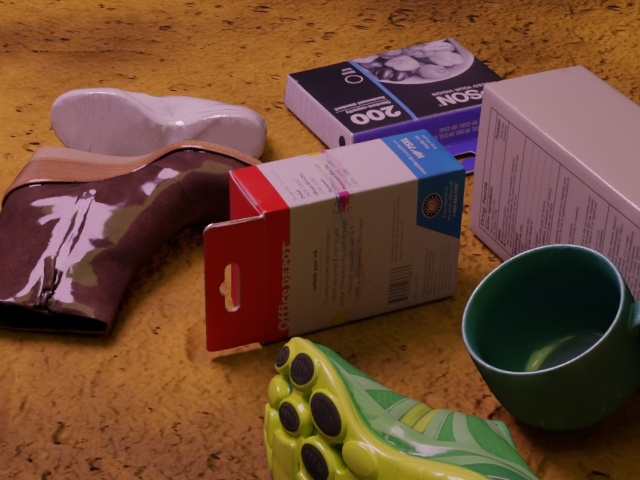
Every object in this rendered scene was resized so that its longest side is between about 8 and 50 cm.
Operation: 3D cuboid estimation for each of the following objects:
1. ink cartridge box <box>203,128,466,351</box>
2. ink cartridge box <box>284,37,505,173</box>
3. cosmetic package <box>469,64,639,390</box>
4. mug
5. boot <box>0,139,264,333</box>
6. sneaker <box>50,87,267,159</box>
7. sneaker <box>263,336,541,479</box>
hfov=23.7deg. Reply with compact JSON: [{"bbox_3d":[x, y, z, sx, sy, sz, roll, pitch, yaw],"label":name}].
[{"bbox_3d":[0.000,0.000,1.280,0.231,0.134,0.078,-13,36,-20],"label":"ink cartridge box"},{"bbox_3d":[0.098,-0.132,1.565,0.206,0.045,0.208,-15,38,-23],"label":"ink cartridge box"},{"bbox_3d":[0.254,-0.007,1.277,0.113,0.160,0.309,-13,37,-22],"label":"cosmetic package"},{"bbox_3d":[0.193,0.086,1.163,0.129,0.097,0.158,-44,40,-14],"label":"mug"},{"bbox_3d":[-0.164,0.006,1.342,0.248,0.090,0.207,4,46,3],"label":"boot"},{"bbox_3d":[-0.159,-0.115,1.522,0.212,0.080,0.094,8,22,-2],"label":"sneaker"},{"bbox_3d":[0.064,0.164,1.087,0.123,0.109,0.295,6,19,-43],"label":"sneaker"}]
